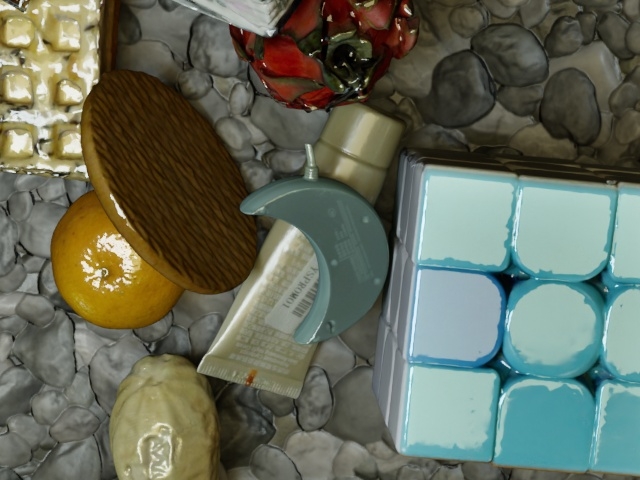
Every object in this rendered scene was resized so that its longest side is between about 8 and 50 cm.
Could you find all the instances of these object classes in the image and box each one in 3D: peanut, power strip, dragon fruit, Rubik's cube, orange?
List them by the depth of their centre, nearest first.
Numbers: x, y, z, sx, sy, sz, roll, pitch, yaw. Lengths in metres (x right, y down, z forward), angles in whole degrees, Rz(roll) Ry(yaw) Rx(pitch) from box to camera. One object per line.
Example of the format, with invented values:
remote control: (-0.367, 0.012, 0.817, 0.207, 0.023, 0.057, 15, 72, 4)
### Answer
dragon fruit: (0.003, -0.225, 1.614, 0.192, 0.274, 0.193, -13, 137, -8)
Rubik's cube: (0.219, 0.064, 1.623, 0.292, 0.291, 0.290, 6, 97, -2)
power strip: (0.000, 0.000, 1.654, 0.137, 0.044, 0.216, -23, 117, -7)
orange: (-0.212, 0.016, 1.689, 0.159, 0.136, 0.159, 3, 104, 12)
peanut: (-0.168, 0.270, 1.729, 0.130, 0.130, 0.290, -4, 99, 0)

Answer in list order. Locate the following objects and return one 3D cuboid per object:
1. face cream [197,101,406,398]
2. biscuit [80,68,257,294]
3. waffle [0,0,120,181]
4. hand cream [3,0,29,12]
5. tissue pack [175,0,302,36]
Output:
face cream: (-0.011, 0.009, 1.717, 0.137, 0.084, 0.341, 19, 100, -34)
biscuit: (-0.159, -0.060, 1.632, 0.037, 0.262, 0.262, -29, 97, 28)
waffle: (-0.345, -0.256, 1.665, 0.261, 0.114, 0.376, 4, 97, -1)
hand cream: (-0.360, -0.297, 1.593, 0.163, 0.039, 0.062, 28, 95, -7)
tissue pack: (-0.067, -0.400, 1.547, 0.259, 0.122, 0.361, 24, 72, 18)
